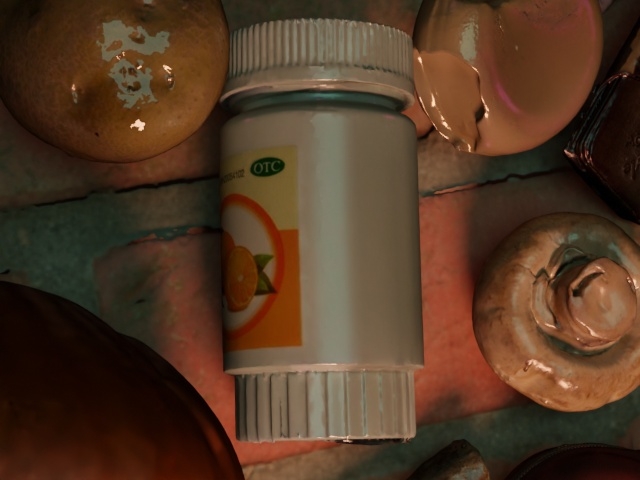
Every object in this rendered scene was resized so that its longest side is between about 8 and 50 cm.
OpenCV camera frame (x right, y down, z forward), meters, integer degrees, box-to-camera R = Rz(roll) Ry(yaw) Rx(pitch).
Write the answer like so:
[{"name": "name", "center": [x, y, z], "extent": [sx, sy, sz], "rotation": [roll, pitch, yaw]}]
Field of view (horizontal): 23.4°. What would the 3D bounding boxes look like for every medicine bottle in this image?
[{"name": "medicine bottle", "center": [0.000, 0.000, 1.204], "extent": [0.158, 0.158, 0.318], "rotation": [0, 82, -14]}]

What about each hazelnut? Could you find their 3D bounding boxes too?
[{"name": "hazelnut", "center": [-0.214, 0.197, 1.060], "extent": [0.372, 0.315, 0.372], "rotation": [17, 50, -21]}]

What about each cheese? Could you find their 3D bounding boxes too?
[{"name": "cheese", "center": [0.192, -0.189, 1.311], "extent": [0.286, 0.082, 0.163], "rotation": [-42, 119, -30]}]

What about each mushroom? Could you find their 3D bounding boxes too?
[{"name": "mushroom", "center": [0.205, 0.059, 1.265], "extent": [0.166, 0.127, 0.166], "rotation": [1, 85, -8]}]

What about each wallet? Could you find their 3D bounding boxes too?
[{"name": "wallet", "center": [0.297, -0.136, 1.338], "extent": [0.122, 0.031, 0.232], "rotation": [41, 73, -41]}]

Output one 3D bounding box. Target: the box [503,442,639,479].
[{"name": "box", "center": [0.310, 0.321, 1.264], "extent": [0.404, 0.108, 0.263], "rotation": [17, 78, -11]}]

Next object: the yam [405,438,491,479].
[{"name": "yam", "center": [0.020, 0.254, 1.226], "extent": [0.274, 0.061, 0.061], "rotation": [-32, 91, -15]}]

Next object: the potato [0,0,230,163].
[{"name": "potato", "center": [-0.168, -0.161, 1.180], "extent": [0.178, 0.160, 0.235], "rotation": [-21, 68, -15]}]
